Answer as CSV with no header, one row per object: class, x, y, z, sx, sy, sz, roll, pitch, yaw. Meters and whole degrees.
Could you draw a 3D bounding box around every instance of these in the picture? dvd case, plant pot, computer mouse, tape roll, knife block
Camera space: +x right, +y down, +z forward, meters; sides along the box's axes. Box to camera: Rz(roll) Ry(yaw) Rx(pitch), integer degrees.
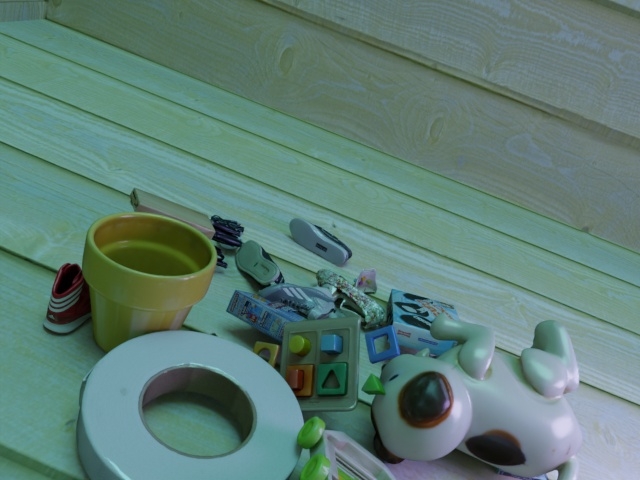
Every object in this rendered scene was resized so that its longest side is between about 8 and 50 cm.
dvd case,0.429,0.483,1.370,0.119,0.013,0.087,16,25,-10
plant pot,-0.361,0.103,1.281,0.254,0.239,0.254,17,25,-8
computer mouse,-0.270,-0.015,1.832,0.106,0.042,0.193,18,19,-17
tape roll,-0.221,0.313,1.099,0.392,0.072,0.392,16,30,-10
knife block,-0.326,-0.034,1.602,0.242,0.275,0.088,-21,38,-13

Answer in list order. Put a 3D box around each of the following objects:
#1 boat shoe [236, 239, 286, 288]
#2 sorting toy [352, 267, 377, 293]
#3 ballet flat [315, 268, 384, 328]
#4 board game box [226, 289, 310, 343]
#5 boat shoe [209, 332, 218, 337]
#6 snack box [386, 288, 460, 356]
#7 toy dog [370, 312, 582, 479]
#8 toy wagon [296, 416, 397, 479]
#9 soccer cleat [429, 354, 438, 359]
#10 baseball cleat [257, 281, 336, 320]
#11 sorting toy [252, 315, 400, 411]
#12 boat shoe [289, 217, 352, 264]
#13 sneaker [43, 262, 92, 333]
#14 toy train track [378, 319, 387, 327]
boat shoe,-0.163,0.074,1.712,0.079,0.084,0.233,50,-5,-38
sorting toy,0.129,0.113,1.825,0.083,0.075,0.045,2,30,-35
ballet flat,0.064,0.155,1.692,0.241,0.091,0.077,31,49,30
board game box,-0.110,0.176,1.462,0.194,0.060,0.194,25,4,9
boat shoe,-0.220,0.254,1.304,0.056,0.048,0.153,11,26,-19
snack box,0.271,0.213,1.648,0.187,0.060,0.322,16,11,3
toy dog,0.294,0.348,1.286,0.408,0.284,0.395,7,53,-20
toy wagon,0.077,0.430,1.000,0.267,0.068,0.344,40,7,-10
soccer cleat,0.334,0.322,1.551,0.196,0.076,0.068,12,26,-19
baseball cleat,-0.054,0.160,1.601,0.206,0.072,0.109,-1,44,-24
sorting toy,-0.011,0.245,1.267,0.348,0.196,0.047,-9,-30,28
boat shoe,0.000,0.000,1.970,0.219,0.077,0.070,36,29,14
sneaker,-0.489,0.096,1.330,0.087,0.128,0.221,21,25,2
toy train track,0.180,0.225,1.712,0.048,0.014,0.083,26,19,29
